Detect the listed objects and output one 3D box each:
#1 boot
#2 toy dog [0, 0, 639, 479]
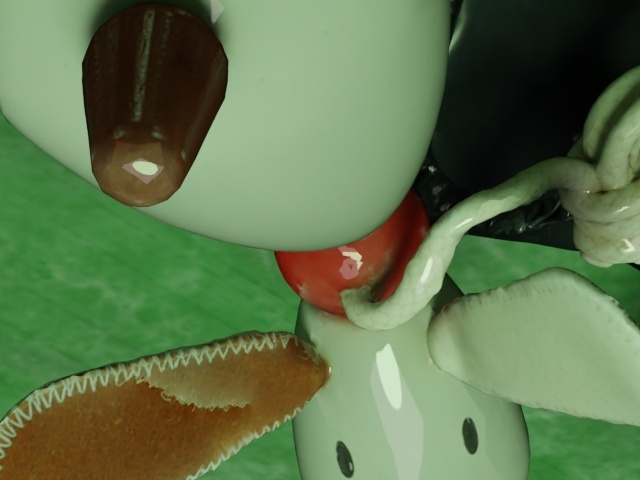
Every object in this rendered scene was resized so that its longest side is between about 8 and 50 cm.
[{"bbox_3d":[0.124,-0.064,0.554,0.207,0.094,0.246,14,141,-24],"label":"boot"},{"bbox_3d":[0.000,0.000,0.432,0.220,0.161,0.333,-28,132,25],"label":"toy dog"}]
